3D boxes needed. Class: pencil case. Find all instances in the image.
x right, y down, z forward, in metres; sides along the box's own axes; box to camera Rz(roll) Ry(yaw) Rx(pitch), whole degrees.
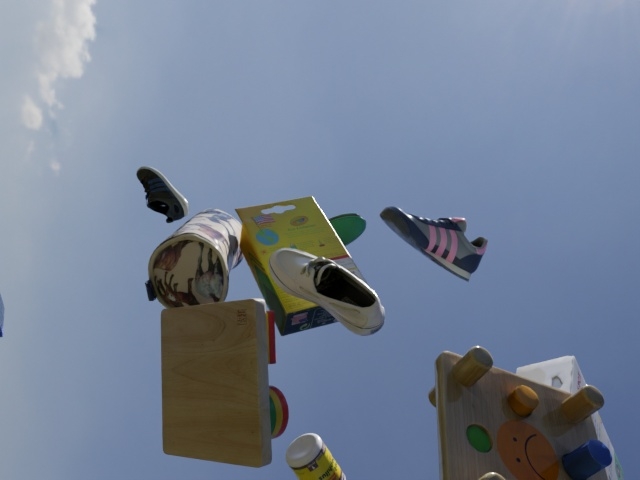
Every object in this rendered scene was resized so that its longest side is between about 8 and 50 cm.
[{"bbox_3d":[-0.256,0.040,1.310,0.410,0.160,0.183,-100,-154,-79],"label":"pencil case"}]

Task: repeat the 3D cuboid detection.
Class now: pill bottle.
[{"bbox_3d":[-0.004,0.672,1.731,0.117,0.117,0.215,0,-55,54],"label":"pill bottle"}]

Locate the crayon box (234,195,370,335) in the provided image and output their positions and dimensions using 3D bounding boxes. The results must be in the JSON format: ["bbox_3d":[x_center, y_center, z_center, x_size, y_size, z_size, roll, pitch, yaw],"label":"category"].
[{"bbox_3d":[-0.047,0.043,1.307,0.081,0.202,0.318,104,-34,-44],"label":"crayon box"}]

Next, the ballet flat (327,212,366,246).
[{"bbox_3d":[0.000,0.000,1.539,0.083,0.247,0.087,61,-8,-10],"label":"ballet flat"}]

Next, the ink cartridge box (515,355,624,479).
[{"bbox_3d":[0.451,0.385,1.093,0.117,0.201,0.278,-20,-79,30],"label":"ink cartridge box"}]

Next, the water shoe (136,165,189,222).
[{"bbox_3d":[-0.447,-0.129,1.632,0.203,0.080,0.073,38,-42,18],"label":"water shoe"}]

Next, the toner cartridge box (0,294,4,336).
[{"bbox_3d":[-0.792,0.130,1.109,0.165,0.348,0.075,106,-29,-47],"label":"toner cartridge box"}]

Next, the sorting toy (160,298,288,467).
[{"bbox_3d":[-0.162,0.237,1.029,0.257,0.089,0.255,-11,-102,40],"label":"sorting toy"}]

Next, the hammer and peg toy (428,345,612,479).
[{"bbox_3d":[0.271,0.327,0.759,0.361,0.266,0.127,-83,-163,-47],"label":"hammer and peg toy"}]

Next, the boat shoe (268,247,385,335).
[{"bbox_3d":[0.004,0.075,1.106,0.267,0.096,0.088,36,-29,32],"label":"boat shoe"}]

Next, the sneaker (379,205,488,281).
[{"bbox_3d":[0.285,-0.023,1.484,0.131,0.319,0.112,-56,-150,3],"label":"sneaker"}]
